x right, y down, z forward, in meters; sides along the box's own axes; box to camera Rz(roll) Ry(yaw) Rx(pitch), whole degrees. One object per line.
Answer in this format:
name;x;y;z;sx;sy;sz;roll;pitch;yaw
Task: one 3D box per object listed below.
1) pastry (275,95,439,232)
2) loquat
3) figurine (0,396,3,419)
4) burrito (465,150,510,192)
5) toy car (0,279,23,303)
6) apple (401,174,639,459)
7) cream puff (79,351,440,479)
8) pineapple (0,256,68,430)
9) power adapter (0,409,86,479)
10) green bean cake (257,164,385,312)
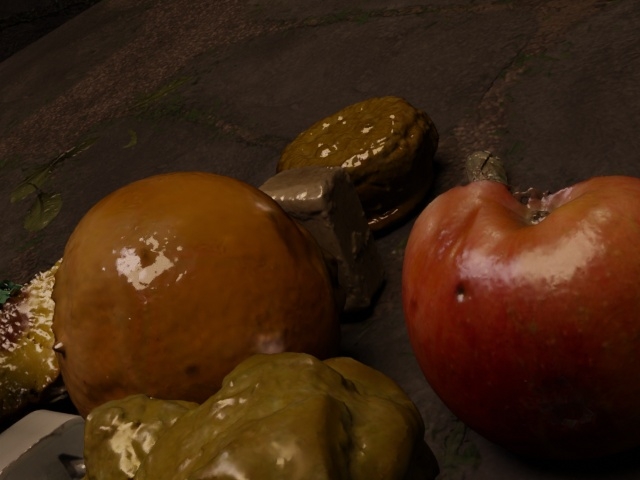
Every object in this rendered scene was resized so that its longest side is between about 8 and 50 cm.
pastry;0.051;-0.118;1.267;0.240;0.132;0.235;-14;37;19
loquat;-0.131;0.082;0.961;0.328;0.328;0.328;-19;35;14
figurine;-0.487;0.251;1.024;0.186;0.261;0.382;16;78;19
burrito;0.221;-0.057;1.146;0.051;0.042;0.171;-10;38;9
toy car;-0.546;0.124;1.433;0.224;0.076;0.090;-8;39;41
apple;0.205;0.082;0.780;0.293;0.251;0.163;-12;28;23
cream puff;-0.051;0.202;0.724;0.270;0.323;0.274;35;82;30
pineapple;-0.399;0.179;1.229;0.334;0.158;0.161;-42;74;-12
power adapter;-0.281;0.264;0.951;0.130;0.125;0.205;-36;15;-31
green bean cake;0.000;0.000;1.101;0.109;0.179;0.085;-6;28;34
